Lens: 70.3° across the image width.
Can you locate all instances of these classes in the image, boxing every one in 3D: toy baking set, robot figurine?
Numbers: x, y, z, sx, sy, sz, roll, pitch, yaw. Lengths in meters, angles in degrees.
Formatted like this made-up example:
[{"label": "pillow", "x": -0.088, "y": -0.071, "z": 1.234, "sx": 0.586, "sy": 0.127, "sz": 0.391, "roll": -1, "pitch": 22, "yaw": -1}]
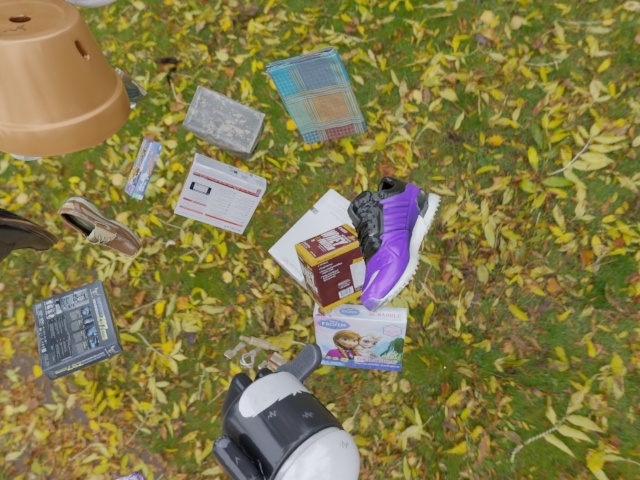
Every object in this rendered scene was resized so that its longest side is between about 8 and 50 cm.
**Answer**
[{"label": "toy baking set", "x": -0.222, "y": 0.404, "z": 1.623, "sx": 0.256, "sy": 0.196, "sz": 0.030, "roll": 25, "pitch": 101, "yaw": -20}, {"label": "robot figurine", "x": -0.060, "y": 0.345, "z": 0.784, "sx": 0.209, "sy": 0.173, "sz": 0.278, "roll": -35, "pitch": 47, "yaw": -24}]

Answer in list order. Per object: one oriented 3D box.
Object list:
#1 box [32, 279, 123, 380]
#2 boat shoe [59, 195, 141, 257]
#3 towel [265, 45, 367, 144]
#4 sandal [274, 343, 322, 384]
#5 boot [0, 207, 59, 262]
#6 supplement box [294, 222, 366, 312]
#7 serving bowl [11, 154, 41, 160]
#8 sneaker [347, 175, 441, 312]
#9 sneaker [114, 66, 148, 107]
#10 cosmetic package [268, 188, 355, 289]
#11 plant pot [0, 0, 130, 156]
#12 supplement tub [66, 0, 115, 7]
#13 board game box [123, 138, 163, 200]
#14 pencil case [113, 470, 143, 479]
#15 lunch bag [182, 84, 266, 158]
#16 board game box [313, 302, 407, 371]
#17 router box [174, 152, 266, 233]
[{"label": "box", "x": -0.653, "y": 0.233, "z": 1.222, "sx": 0.184, "sy": 0.059, "sz": 0.232, "roll": -22, "pitch": 53, "yaw": -19}, {"label": "boat shoe", "x": -0.867, "y": -0.033, "z": 1.780, "sx": 0.123, "sy": 0.324, "sz": 0.119, "roll": -40, "pitch": 22, "yaw": 30}, {"label": "towel", "x": -0.005, "y": -0.519, "z": 1.685, "sx": 0.272, "sy": 0.370, "sz": 0.040, "roll": -7, "pitch": 51, "yaw": 22}, {"label": "sandal", "x": -0.066, "y": 0.407, "z": 1.397, "sx": 0.254, "sy": 0.055, "sz": 0.097, "roll": -45, "pitch": 48, "yaw": 35}, {"label": "boot", "x": -0.405, "y": 0.007, "z": 0.531, "sx": 0.082, "sy": 0.219, "sz": 0.106, "roll": 22, "pitch": 79, "yaw": 8}, {"label": "supplement box", "x": 0.047, "y": 0.082, "z": 1.422, "sx": 0.191, "sy": 0.194, "sz": 0.129, "roll": -23, "pitch": 29, "yaw": -16}, {"label": "serving bowl", "x": -0.600, "y": -0.187, "z": 0.945, "sx": 0.083, "sy": 0.083, "sz": 0.027, "roll": -23, "pitch": 84, "yaw": 8}, {"label": "sneaker", "x": 0.103, "y": -0.009, "z": 0.809, "sx": 0.146, "sy": 0.102, "sz": 0.293, "roll": 32, "pitch": 51, "yaw": -2}, {"label": "sneaker", "x": -0.624, "y": -0.479, "z": 1.461, "sx": 0.064, "sy": 0.192, "sz": 0.086, "roll": 37, "pitch": 90, "yaw": 0}, {"label": "cosmetic package", "x": 0.000, "y": 0.000, "z": 1.904, "sx": 0.217, "sy": 0.156, "sz": 0.385, "roll": 38, "pitch": 78, "yaw": 26}, {"label": "plant pot", "x": -0.541, "y": -0.332, "z": 0.881, "sx": 0.291, "sy": 0.203, "sz": 0.290, "roll": 4, "pitch": 47, "yaw": -4}, {"label": "supplement tub", "x": -0.470, "y": -0.592, "z": 0.822, "sx": 0.191, "sy": 0.272, "sz": 0.191, "roll": -3, "pitch": 69, "yaw": 8}, {"label": "board game box", "x": -0.609, "y": -0.246, "z": 1.558, "sx": 0.136, "sy": 0.035, "sz": 0.201, "roll": 26, "pitch": 94, "yaw": 53}, {"label": "pencil case", "x": -0.620, "y": 0.756, "z": 1.344, "sx": 0.206, "sy": 0.088, "sz": 0.086, "roll": -25, "pitch": 69, "yaw": 13}, {"label": "lunch bag", "x": -0.323, "y": -0.394, "z": 1.577, "sx": 0.235, "sy": 0.287, "sz": 0.168, "roll": 22, "pitch": 89, "yaw": -10}, {"label": "board game box", "x": 0.143, "y": 0.354, "z": 1.650, "sx": 0.319, "sy": 0.317, "sz": 0.065, "roll": 2, "pitch": 44, "yaw": 9}, {"label": "router box", "x": -0.459, "y": -0.204, "z": 2.077, "sx": 0.301, "sy": 0.336, "sz": 0.082, "roll": -55, "pitch": 27, "yaw": 34}]
